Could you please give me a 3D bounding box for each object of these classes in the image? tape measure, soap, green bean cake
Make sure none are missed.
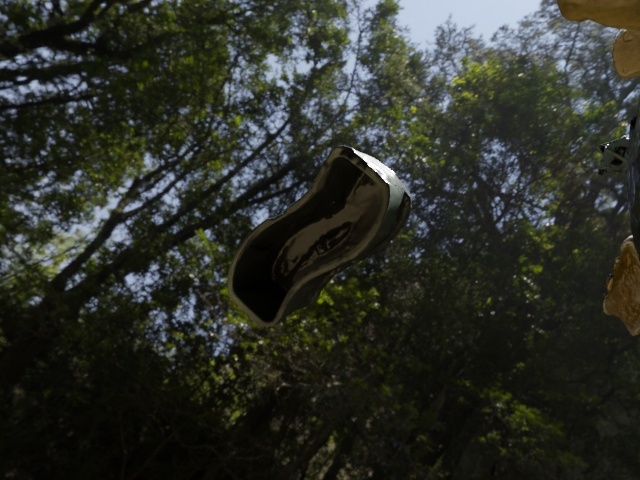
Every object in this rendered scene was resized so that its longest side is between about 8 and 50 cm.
[{"bbox_3d":[0.715,-0.201,1.169,0.094,0.054,0.091,4,-92,54],"label":"tape measure"},{"bbox_3d":[0.517,0.029,0.680,0.073,0.232,0.140,-123,-161,-48],"label":"soap"},{"bbox_3d":[0.589,-0.346,0.822,0.109,0.179,0.085,15,-47,65],"label":"green bean cake"}]

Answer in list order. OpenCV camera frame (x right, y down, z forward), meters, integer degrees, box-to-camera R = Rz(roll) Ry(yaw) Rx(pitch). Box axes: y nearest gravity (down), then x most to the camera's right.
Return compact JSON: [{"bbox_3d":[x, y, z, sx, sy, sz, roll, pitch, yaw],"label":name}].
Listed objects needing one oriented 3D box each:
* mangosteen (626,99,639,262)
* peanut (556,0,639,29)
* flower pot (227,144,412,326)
[{"bbox_3d":[0.348,-0.045,0.190,0.381,0.421,0.381,3,-80,16],"label":"mangosteen"},{"bbox_3d":[0.483,-0.358,0.645,0.318,0.147,0.148,3,-57,14],"label":"peanut"},{"bbox_3d":[0.000,0.000,0.583,0.229,0.108,0.103,-43,-104,21],"label":"flower pot"}]
